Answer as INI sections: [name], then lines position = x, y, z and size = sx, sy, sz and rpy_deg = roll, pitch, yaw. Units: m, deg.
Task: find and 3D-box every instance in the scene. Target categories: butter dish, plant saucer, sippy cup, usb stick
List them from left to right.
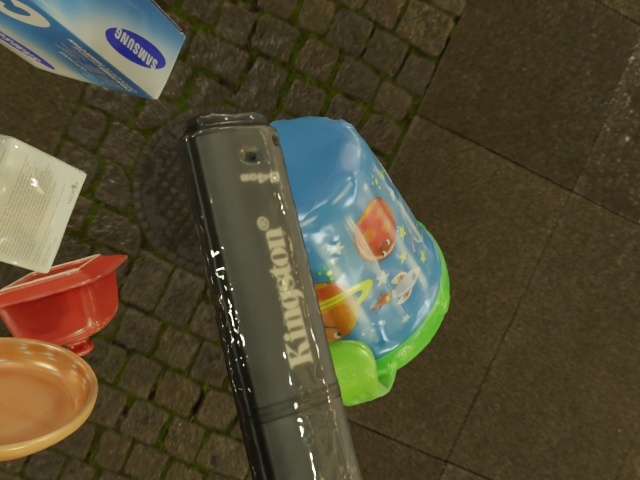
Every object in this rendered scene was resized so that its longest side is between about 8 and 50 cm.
[plant saucer]
position = -0.343, 0.170, 0.728
size = 0.200, 0.200, 0.037
rpy_deg = 10, 111, -7
[butter dish]
position = -0.328, 0.094, 0.886
size = 0.160, 0.160, 0.118
rpy_deg = -15, 99, 1
[usb stick]
position = -0.034, 0.050, 0.457
size = 0.077, 0.045, 0.278
rpy_deg = -10, 84, -32
[sippy cup]
position = 0.000, 0.000, 0.719
size = 0.240, 0.305, 0.224
rpy_deg = -45, 137, -16

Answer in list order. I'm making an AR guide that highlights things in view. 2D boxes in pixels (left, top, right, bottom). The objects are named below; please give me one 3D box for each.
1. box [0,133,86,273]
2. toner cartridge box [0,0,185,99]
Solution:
[box]
position = -0.284, -0.036, 0.598
size = 0.101, 0.087, 0.102
rpy_deg = 13, 80, 30
[toner cartridge box]
position = -0.265, -0.228, 0.520
size = 0.165, 0.348, 0.075
rpy_deg = 20, 83, 23
